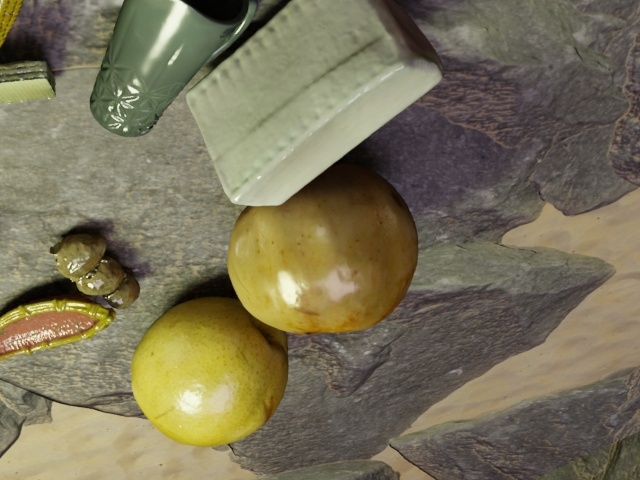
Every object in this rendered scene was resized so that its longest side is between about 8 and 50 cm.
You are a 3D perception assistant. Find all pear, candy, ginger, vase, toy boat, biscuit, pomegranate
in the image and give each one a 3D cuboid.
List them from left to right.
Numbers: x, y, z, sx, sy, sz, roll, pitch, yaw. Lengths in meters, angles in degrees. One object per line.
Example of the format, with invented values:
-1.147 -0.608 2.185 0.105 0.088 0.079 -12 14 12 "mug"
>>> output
-0.482 -0.220 1.406 0.200 0.040 0.121 -7 179 -8 "biscuit"
-0.520 0.164 1.863 0.318 0.099 0.141 -20 140 15 "toy boat"
-0.400 0.060 1.796 0.104 0.080 0.204 -26 140 5 "ginger"
-0.217 -0.274 1.395 0.251 0.156 0.301 -16 158 -42 "vase"
-0.208 0.252 1.938 0.315 0.314 0.314 -9 142 -7 "pear"
-0.013 -0.219 1.447 0.359 0.208 0.145 -37 156 25 "candy"
0.000 0.000 1.686 0.338 0.338 0.338 -9 142 -7 "pomegranate"

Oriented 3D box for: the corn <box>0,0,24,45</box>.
-0.424 -0.335 1.276 0.097 0.097 0.261 11 138 -28 "corn"
